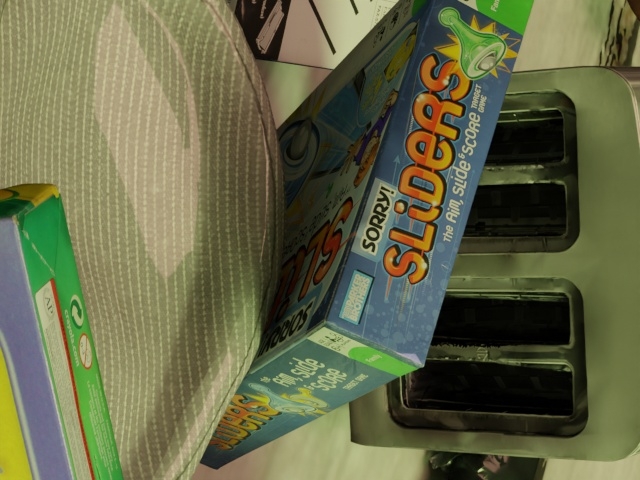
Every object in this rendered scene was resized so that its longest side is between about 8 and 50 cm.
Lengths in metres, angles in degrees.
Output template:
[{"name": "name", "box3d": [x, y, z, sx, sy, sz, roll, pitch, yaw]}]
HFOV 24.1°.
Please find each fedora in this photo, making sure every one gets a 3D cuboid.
[{"name": "fedora", "box3d": [-0.097, 0.005, 0.460, 0.244, 0.124, 0.275, 20, 74, -50]}]

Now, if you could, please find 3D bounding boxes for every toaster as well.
[{"name": "toaster", "box3d": [0.096, 0.010, 0.661, 0.110, 0.186, 0.168, -7, 96, -56]}]

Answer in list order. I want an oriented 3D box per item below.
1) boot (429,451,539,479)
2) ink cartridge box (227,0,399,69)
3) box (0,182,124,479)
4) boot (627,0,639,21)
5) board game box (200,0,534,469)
[{"name": "boot", "box3d": [0.098, 0.131, 0.776, 0.121, 0.045, 0.099, 44, 53, -41]}, {"name": "ink cartridge box", "box3d": [0.003, -0.174, 0.604, 0.097, 0.046, 0.207, 2, 105, -48]}, {"name": "box", "box3d": [-0.144, 0.052, 0.368, 0.043, 0.179, 0.105, -62, 142, -75]}, {"name": "boot", "box3d": [0.123, -0.217, 0.773, 0.280, 0.096, 0.264, -20, 118, -43]}, {"name": "board game box", "box3d": [0.000, 0.000, 0.536, 0.035, 0.201, 0.136, 25, 65, -13]}]
